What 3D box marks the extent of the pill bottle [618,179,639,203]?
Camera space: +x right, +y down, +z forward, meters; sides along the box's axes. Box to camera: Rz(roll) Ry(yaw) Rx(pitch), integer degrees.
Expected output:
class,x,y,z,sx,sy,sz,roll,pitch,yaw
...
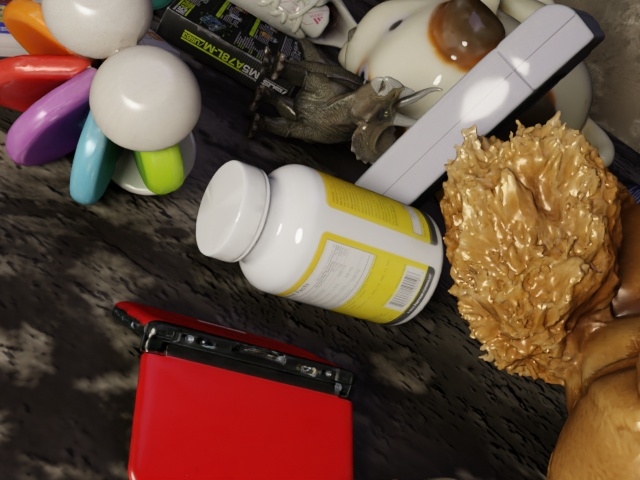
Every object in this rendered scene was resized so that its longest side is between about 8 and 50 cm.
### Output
class,x,y,z,sx,sy,sz,roll,pitch,yaw
pill bottle,0.478,-0.016,1.248,0.219,0.123,0.122,33,20,32

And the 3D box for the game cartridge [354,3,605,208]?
class,x,y,z,sx,sy,sz,roll,pitch,yaw
game cartridge,0.133,-0.104,0.781,0.062,0.297,0.198,51,25,9

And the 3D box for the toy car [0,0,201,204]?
class,x,y,z,sx,sy,sz,roll,pitch,yaw
toy car,-0.173,-0.106,0.611,0.136,0.159,0.182,-26,83,-16

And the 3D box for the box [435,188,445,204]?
class,x,y,z,sx,sy,sz,roll,pitch,yaw
box,0.193,-0.043,1.081,0.081,0.028,0.136,24,23,-20

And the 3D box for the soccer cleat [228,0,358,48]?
class,x,y,z,sx,sy,sz,roll,pitch,yaw
soccer cleat,-0.065,-0.390,1.308,0.331,0.116,0.143,6,35,-47

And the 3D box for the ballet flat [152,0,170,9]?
class,x,y,z,sx,sy,sz,roll,pitch,yaw
ballet flat,-0.262,-0.320,0.993,0.079,0.077,0.221,19,20,18

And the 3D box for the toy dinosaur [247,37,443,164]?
class,x,y,z,sx,sy,sz,roll,pitch,yaw
toy dinosaur,0.007,-0.156,0.942,0.160,0.121,0.313,18,12,-14

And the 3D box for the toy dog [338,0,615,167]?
class,x,y,z,sx,sy,sz,roll,pitch,yaw
toy dog,0.190,-0.210,1.143,0.408,0.284,0.395,-8,58,-54

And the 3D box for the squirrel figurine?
class,x,y,z,sx,sy,sz,roll,pitch,yaw
squirrel figurine,0.234,0.090,0.640,0.397,0.281,0.370,40,36,19

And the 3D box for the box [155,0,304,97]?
class,x,y,z,sx,sy,sz,roll,pitch,yaw
box,-0.112,-0.267,1.104,0.184,0.045,0.191,26,25,-11

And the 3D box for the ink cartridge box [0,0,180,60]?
class,x,y,z,sx,sy,sz,roll,pitch,yaw
ink cartridge box,-0.329,-0.236,0.744,0.307,0.072,0.303,38,25,16

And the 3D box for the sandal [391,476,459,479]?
class,x,y,z,sx,sy,sz,roll,pitch,yaw
sandal,0.050,0.167,0.444,0.219,0.060,0.090,4,44,-53

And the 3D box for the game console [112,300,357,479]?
class,x,y,z,sx,sy,sz,roll,pitch,yaw
game console,-0.056,0.101,0.504,0.144,0.085,0.124,20,-4,-30

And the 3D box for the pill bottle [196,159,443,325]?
class,x,y,z,sx,sy,sz,roll,pitch,yaw
pill bottle,0.000,0.000,0.656,0.184,0.103,0.103,19,27,-31
